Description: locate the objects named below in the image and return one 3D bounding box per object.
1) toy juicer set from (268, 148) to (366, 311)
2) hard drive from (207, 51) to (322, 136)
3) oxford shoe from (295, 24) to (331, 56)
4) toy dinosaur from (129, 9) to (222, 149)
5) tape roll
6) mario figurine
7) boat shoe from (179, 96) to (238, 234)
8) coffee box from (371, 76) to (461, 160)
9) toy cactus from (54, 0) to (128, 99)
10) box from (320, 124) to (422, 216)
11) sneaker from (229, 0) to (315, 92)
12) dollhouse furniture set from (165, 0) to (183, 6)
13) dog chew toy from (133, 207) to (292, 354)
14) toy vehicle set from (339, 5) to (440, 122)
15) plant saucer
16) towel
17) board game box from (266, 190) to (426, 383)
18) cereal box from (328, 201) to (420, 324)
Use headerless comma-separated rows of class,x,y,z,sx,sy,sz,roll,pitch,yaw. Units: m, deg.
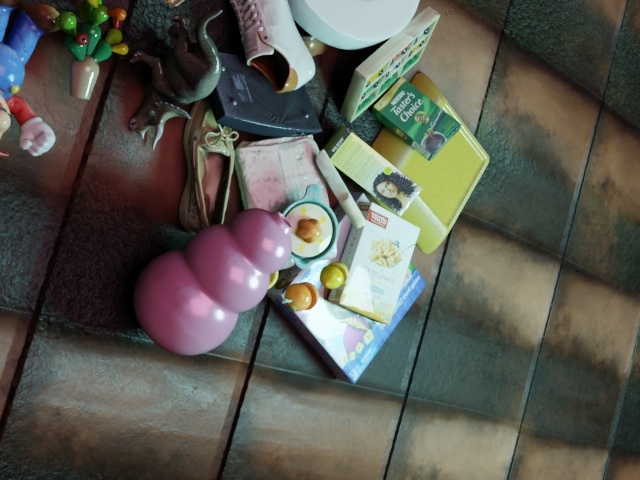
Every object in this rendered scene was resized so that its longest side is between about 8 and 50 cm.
toy juicer set,0.000,0.000,1.800,0.209,0.089,0.329,38,78,-20
hard drive,-0.124,-0.287,1.754,0.254,0.054,0.172,2,59,-44
oxford shoe,0.018,-0.456,1.903,0.212,0.076,0.076,-33,145,-34
toy dinosaur,-0.245,-0.319,1.608,0.160,0.313,0.121,54,33,-5
tape roll,0.053,-0.602,1.845,0.392,0.072,0.392,7,78,-35
mario figurine,-0.515,-0.255,1.411,0.198,0.170,0.320,17,78,-12
boat shoe,-0.212,-0.150,1.726,0.104,0.089,0.285,2,94,-39
coffee box,0.221,-0.283,2.022,0.184,0.040,0.113,41,73,8
toy cactus,-0.394,-0.336,1.515,0.112,0.219,0.180,12,99,-2
box,0.115,-0.157,1.957,0.232,0.058,0.087,35,99,-19
sneaker,-0.119,-0.426,1.717,0.290,0.106,0.123,57,42,-11
dollhouse furniture set,-0.245,-0.519,1.673,0.151,0.058,0.076,-44,120,-26
dog chew toy,-0.191,0.066,1.639,0.332,0.206,0.206,-39,125,11
toy vehicle set,0.155,-0.396,1.957,0.035,0.166,0.267,41,64,10
plant saucer,0.279,-0.183,2.129,0.333,0.081,0.333,44,69,-34
towel,-0.075,-0.082,1.839,0.187,0.049,0.282,-12,97,-22
board game box,0.069,0.109,2.004,0.319,0.066,0.318,-52,123,-22
cereal box,0.124,0.052,1.966,0.173,0.047,0.240,25,79,-39
